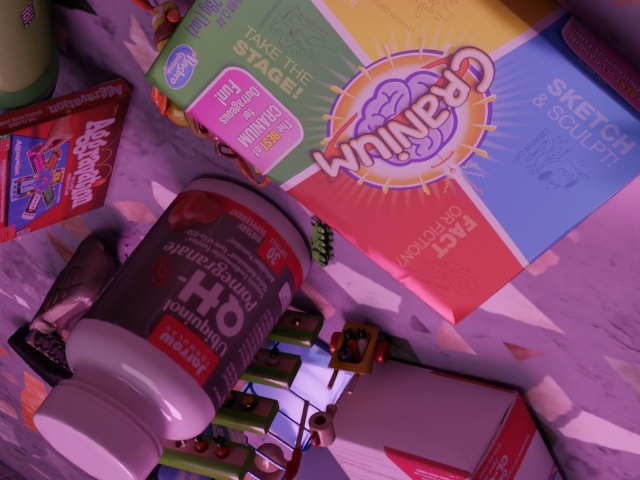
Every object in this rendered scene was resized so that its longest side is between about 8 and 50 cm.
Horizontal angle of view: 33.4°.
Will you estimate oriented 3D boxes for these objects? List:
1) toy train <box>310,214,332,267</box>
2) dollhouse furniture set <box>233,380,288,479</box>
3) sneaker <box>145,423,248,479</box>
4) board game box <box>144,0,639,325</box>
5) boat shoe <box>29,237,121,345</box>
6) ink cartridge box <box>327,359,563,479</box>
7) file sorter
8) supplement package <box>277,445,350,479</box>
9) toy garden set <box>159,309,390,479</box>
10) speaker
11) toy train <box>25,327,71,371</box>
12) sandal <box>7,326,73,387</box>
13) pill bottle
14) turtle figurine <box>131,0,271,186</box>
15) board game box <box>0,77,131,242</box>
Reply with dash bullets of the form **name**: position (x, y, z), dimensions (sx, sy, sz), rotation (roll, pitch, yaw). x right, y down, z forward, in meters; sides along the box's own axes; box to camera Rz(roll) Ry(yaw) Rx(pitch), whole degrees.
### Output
- **toy train**: position (0.000, 0.000, 1.143), dimensions (0.023, 0.017, 0.083), rotation (35, 153, 23)
- **dollhouse furniture set**: position (-0.228, 0.298, 1.479), dimensions (0.303, 0.356, 0.174), rotation (29, 150, 13)
- **sneaker**: position (-0.187, 0.177, 1.329), dimensions (0.147, 0.330, 0.130), rotation (12, 132, -29)
- **board game box**: position (0.059, -0.110, 0.783), dimensions (0.316, 0.064, 0.242), rotation (38, 130, -6)
- **boat shoe**: position (-0.319, 0.090, 1.525), dimensions (0.130, 0.132, 0.355), rotation (30, 162, -13)
- **ink cartridge box**: position (0.167, 0.296, 1.294), dimensions (0.226, 0.131, 0.306), rotation (7, 140, 40)
- **file sorter**: position (-0.047, 0.214, 1.359), dimensions (0.118, 0.104, 0.170), rotation (34, 125, 1)
- **supplement package**: position (0.076, 0.364, 1.483), dimensions (0.133, 0.139, 0.244), rotation (1, 136, 44)
- **toy garden set**: position (-0.049, 0.164, 1.210), dimensions (0.203, 0.244, 0.049), rotation (9, 135, 21)
- **speaker**: position (-0.321, -0.239, 1.006), dimensions (0.131, 0.131, 0.296), rotation (29, 151, 11)
- **toy train**: position (-0.395, 0.159, 1.565), dimensions (0.036, 0.027, 0.158), rotation (30, 165, 17)
- **sandal**: position (-0.398, 0.234, 1.850), dimensions (0.445, 0.107, 0.168), rotation (25, 154, 44)
- **pill bottle**: position (-0.159, 0.100, 1.144), dimensions (0.176, 0.319, 0.176), rotation (25, 150, 16)
- **turtle figurine**: position (-0.080, -0.130, 0.958), dimensions (0.217, 0.087, 0.269), rotation (5, 139, 43)
- **board game box**: position (-0.301, -0.083, 1.210), dimensions (0.027, 0.145, 0.281), rotation (60, 154, 13)
